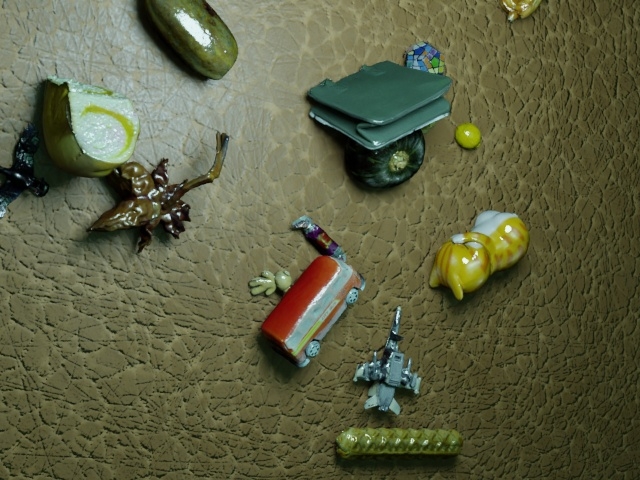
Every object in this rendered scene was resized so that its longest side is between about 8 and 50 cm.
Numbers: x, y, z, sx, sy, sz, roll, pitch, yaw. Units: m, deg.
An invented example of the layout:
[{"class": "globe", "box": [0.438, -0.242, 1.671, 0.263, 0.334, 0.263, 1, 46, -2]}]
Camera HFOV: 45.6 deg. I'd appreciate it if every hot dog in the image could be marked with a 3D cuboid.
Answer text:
[{"class": "hot dog", "box": [0.548, -0.666, 1.982, 0.102, 0.076, 0.249, 32, 77, 13]}]

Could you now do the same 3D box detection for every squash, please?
[{"class": "squash", "box": [0.152, -0.211, 1.795, 0.193, 0.156, 0.193, -17, 115, -40]}]

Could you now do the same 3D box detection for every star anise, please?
[{"class": "star anise", "box": [-0.330, -0.114, 1.579, 0.346, 0.148, 0.237, -35, 106, -9]}]

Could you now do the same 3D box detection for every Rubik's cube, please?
[{"class": "Rubik's cube", "box": [0.252, -0.429, 1.852, 0.111, 0.111, 0.093, -17, 74, -23]}]

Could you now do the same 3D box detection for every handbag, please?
[{"class": "handbag", "box": [0.134, -0.321, 1.723, 0.247, 0.260, 0.079, -29, 132, -24]}]

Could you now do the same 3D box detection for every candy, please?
[{"class": "candy", "box": [0.000, 0.000, 1.803, 0.175, 0.043, 0.045, 44, 79, -26]}]

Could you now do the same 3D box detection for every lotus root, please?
[{"class": "lotus root", "box": [-0.272, -0.439, 1.587, 0.241, 0.124, 0.123, 43, 66, -23]}]

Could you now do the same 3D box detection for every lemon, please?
[{"class": "lemon", "box": [0.378, -0.266, 1.944, 0.083, 0.062, 0.062, 37, 79, -23]}]

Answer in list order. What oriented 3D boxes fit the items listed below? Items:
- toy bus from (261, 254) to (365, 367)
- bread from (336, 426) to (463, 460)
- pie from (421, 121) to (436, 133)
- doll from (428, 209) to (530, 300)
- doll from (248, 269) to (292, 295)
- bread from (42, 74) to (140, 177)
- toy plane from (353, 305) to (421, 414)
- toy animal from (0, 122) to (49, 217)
[{"class": "toy bus", "box": [-0.018, 0.149, 1.748, 0.265, 0.121, 0.120, -51, 137, -12]}, {"class": "bread", "box": [0.205, 0.515, 1.926, 0.367, 0.077, 0.084, 7, 90, -26]}, {"class": "pie", "box": [0.254, -0.306, 1.905, 0.084, 0.020, 0.084, -3, 96, -24]}, {"class": "doll", "box": [0.406, 0.029, 1.934, 0.270, 0.167, 0.162, -25, 103, -18]}, {"class": "doll", "box": [-0.114, 0.097, 1.751, 0.093, 0.051, 0.061, -17, 108, -22]}, {"class": "bread", "box": [-0.459, -0.218, 1.492, 0.158, 0.156, 0.260, 7, 57, -41]}, {"class": "toy plane", "box": [0.178, 0.295, 1.887, 0.192, 0.088, 0.262, 15, 88, -24]}, {"class": "toy animal", "box": [-0.596, -0.124, 1.508, 0.108, 0.062, 0.220, 22, 86, -7]}]
